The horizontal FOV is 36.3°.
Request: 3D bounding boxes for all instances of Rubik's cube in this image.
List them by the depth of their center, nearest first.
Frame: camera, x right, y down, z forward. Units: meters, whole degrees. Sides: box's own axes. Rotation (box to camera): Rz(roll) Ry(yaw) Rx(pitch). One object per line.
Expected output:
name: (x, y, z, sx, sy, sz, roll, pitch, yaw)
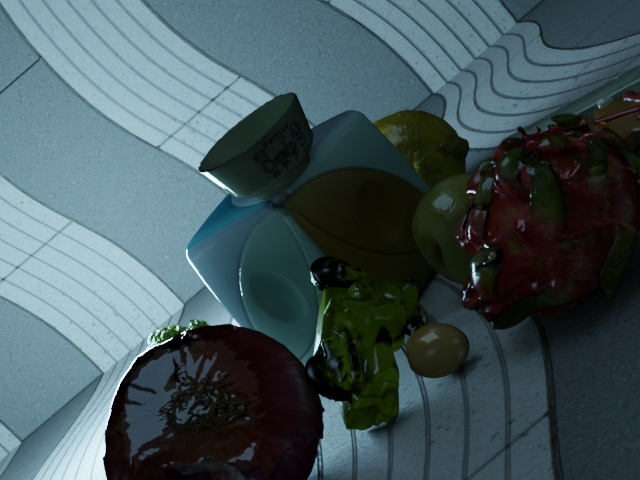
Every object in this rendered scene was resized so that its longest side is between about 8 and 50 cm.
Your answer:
Rubik's cube: (0.000, 0.000, 1.902, 0.352, 0.347, 0.352, -24, 22, 48)

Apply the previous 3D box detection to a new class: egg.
egg: (0.173, 0.160, 1.420, 0.096, 0.080, 0.080, -10, 27, 34)

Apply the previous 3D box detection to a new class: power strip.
power strip: (0.506, -0.245, 1.926, 0.367, 0.043, 0.106, -29, 15, 32)

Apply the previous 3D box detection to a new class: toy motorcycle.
toy motorcycle: (0.075, 0.153, 1.545, 0.342, 0.206, 0.142, -86, 8, -55)

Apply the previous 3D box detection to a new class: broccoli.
broccoli: (-0.356, 0.302, 2.370, 0.254, 0.186, 0.302, -34, 5, -3)

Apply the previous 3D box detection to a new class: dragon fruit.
dragon fruit: (0.300, -0.022, 1.308, 0.302, 0.237, 0.231, -57, -6, 21)

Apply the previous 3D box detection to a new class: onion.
onion: (-0.159, 0.311, 1.518, 0.348, 0.285, 0.347, -8, 55, 11)

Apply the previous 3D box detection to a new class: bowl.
bowl: (-0.094, -0.147, 1.675, 0.211, 0.112, 0.211, -35, 19, 14)

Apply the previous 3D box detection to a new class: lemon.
lemon: (0.197, -0.172, 2.221, 0.320, 0.245, 0.245, -18, 23, 41)

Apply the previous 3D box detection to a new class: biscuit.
biscuit: (0.515, -0.205, 1.664, 0.340, 0.047, 0.216, -34, 24, 0)

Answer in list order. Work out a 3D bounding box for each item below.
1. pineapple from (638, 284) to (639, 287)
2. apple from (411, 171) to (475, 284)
pineapple: (0.428, 0.032, 1.147, 0.124, 0.058, 0.058, -48, 11, 2)
apple: (0.249, -0.020, 1.602, 0.200, 0.200, 0.200, -39, 11, 9)
